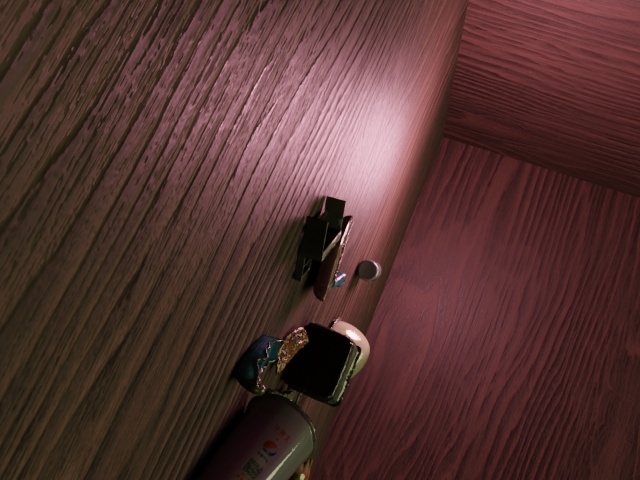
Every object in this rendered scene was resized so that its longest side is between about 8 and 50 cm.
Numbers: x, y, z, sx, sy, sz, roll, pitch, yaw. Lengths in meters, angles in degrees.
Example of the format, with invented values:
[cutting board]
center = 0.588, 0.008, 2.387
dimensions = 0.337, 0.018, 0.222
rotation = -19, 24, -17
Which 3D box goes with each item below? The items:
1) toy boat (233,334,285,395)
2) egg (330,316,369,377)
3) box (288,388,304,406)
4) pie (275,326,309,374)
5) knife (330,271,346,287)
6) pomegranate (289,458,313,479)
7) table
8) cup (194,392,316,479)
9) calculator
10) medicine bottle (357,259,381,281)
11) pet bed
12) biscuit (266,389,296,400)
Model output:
[toy boat]
center = -0.124, 0.270, 1.252
dimensions = 0.185, 0.077, 0.075
rotation = -37, 146, -68
[egg]
center = 0.083, 0.457, 2.240
dimensions = 0.286, 0.174, 0.264
rotation = -58, 160, -31
[box]
center = -0.066, 0.484, 1.925
dimensions = 0.180, 0.047, 0.325
rotation = 38, 73, -78
[pie]
center = -0.078, 0.281, 1.577
dimensions = 0.191, 0.033, 0.088
rotation = -33, 135, -61
[knife]
center = 0.029, 0.150, 1.862
dimensions = 0.058, 0.032, 0.244
rotation = -65, 166, 19
[pomegranate]
center = -0.101, 0.856, 1.885
dimensions = 0.285, 0.285, 0.340
rotation = 97, 1, -46
[table]
center = 0.000, 0.000, 1.406
dimensions = 0.146, 0.062, 0.175
rotation = -49, 153, -59
[cup]
center = -0.158, 0.494, 1.260
dimensions = 0.288, 0.203, 0.203
rotation = -38, 147, -57
[calculator]
center = 0.041, 0.040, 1.658
dimensions = 0.329, 0.048, 0.220
rotation = -52, 158, -72
[medicine bottle]
center = 0.212, 0.127, 2.465
dimensions = 0.217, 0.090, 0.090
rotation = 16, 94, -78
[pet bed]
center = 0.010, 0.372, 1.747
dimensions = 0.159, 0.183, 0.211
rotation = 62, 48, -68
[biscuit]
center = -0.136, 0.490, 1.645
dimensions = 0.290, 0.038, 0.141
rotation = 50, 61, -74
